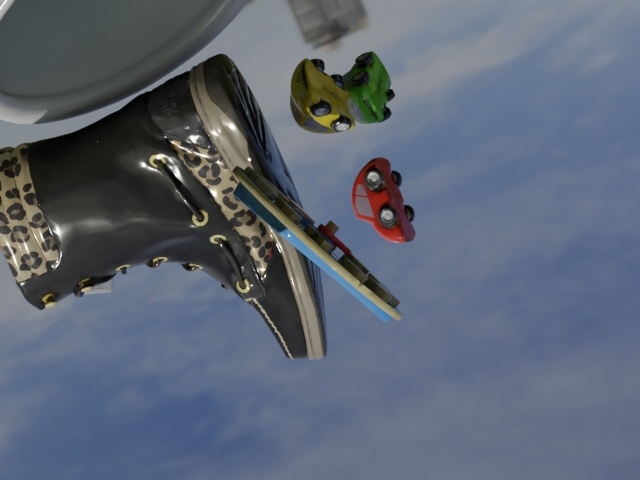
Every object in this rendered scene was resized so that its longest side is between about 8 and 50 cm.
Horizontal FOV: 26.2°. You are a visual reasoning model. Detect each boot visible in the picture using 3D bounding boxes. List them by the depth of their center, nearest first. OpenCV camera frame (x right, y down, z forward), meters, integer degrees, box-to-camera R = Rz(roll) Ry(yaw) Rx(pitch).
[{"bbox_3d":[-0.160,0.006,1.431,0.284,0.377,0.138,-17,-139,6],"label":"boot"}]

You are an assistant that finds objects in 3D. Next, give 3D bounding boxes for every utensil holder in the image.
[{"bbox_3d":[-0.282,-0.361,1.337,0.328,0.385,0.327,-32,163,-11],"label":"utensil holder"}]

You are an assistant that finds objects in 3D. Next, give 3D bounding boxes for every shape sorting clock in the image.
[{"bbox_3d":[0.000,0.000,1.263,0.040,0.206,0.206,-50,-164,-1],"label":"shape sorting clock"}]

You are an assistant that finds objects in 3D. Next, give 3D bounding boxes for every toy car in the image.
[{"bbox_3d":[0.039,-0.131,1.521,0.053,0.239,0.225,-21,-151,23],"label":"toy car"}]

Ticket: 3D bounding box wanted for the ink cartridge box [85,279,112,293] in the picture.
[{"bbox_3d":[-0.298,-0.002,1.693,0.088,0.122,0.052,12,-170,43],"label":"ink cartridge box"}]
